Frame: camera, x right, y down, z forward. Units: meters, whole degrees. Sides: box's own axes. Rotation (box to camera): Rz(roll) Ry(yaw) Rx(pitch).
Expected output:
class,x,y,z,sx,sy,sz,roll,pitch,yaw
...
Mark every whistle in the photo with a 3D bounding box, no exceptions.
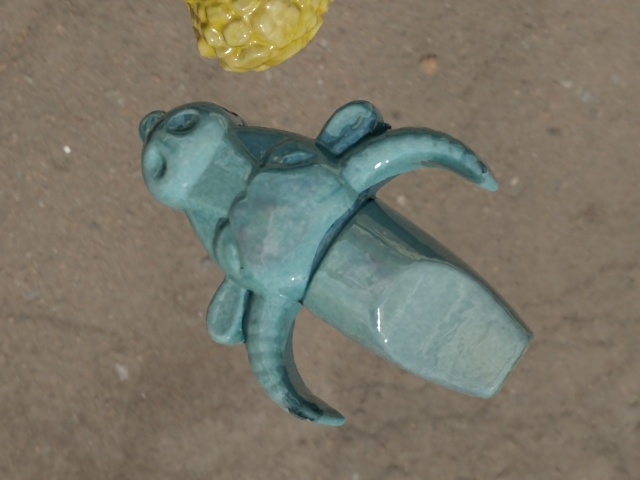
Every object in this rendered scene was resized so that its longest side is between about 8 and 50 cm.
class,x,y,z,sx,sy,sz,roll,pitch,yaw
whistle,0.000,0.000,0.804,0.186,0.274,0.093,-57,165,3

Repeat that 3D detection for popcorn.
class,x,y,z,sx,sy,sz,roll,pitch,yaw
popcorn,-0.064,-0.253,1.389,0.180,0.180,0.170,11,89,-31
